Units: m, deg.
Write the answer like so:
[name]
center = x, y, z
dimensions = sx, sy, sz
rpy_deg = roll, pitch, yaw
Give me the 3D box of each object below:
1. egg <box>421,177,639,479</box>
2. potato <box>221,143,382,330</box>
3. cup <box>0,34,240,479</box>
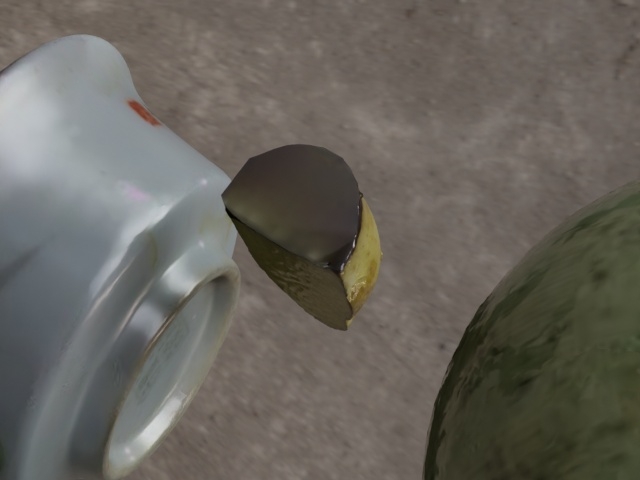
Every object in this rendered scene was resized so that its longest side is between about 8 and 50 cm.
[egg]
center = 0.126, 0.058, 0.479
dimensions = 0.228, 0.177, 0.177
rpy_deg = -43, 116, -49
[potato]
center = 0.000, 0.000, 1.032
dimensions = 0.066, 0.096, 0.103
rpy_deg = -48, 156, -16
[cup]
center = -0.166, 0.052, 1.152
dimensions = 0.163, 0.347, 0.347
rpy_deg = 30, 87, 13
